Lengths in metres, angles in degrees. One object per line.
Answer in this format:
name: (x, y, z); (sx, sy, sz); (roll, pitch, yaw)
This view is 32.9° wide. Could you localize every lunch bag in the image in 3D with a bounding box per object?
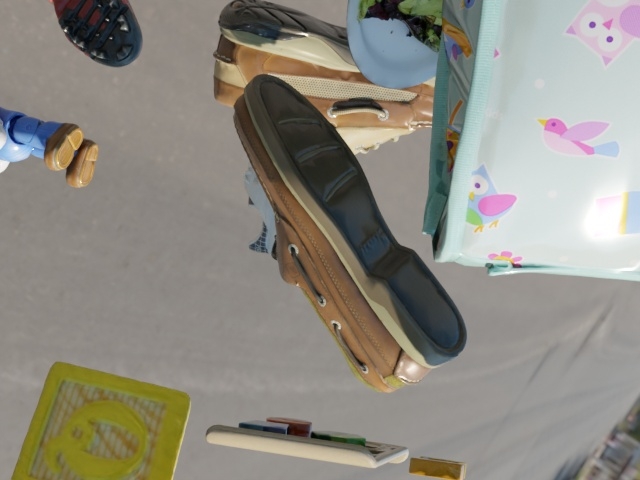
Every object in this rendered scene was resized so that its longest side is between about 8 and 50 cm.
lunch bag: (0.176, -0.103, 0.584); (0.160, 0.223, 0.262); (-98, -168, -76)

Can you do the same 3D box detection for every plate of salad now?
plate of salad: (0.099, -0.199, 0.813); (0.200, 0.048, 0.200); (-32, 144, -27)

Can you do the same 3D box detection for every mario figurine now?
mario figurine: (-0.536, -0.152, 1.778); (0.170, 0.320, 0.198); (-52, 153, -45)

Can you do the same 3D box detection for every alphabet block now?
alphabet block: (-0.288, 0.302, 1.404); (0.197, 0.192, 0.193); (113, -12, -50)

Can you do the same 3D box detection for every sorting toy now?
sorting toy: (0.036, 0.255, 1.358); (0.229, 0.307, 0.041); (33, 63, -71)

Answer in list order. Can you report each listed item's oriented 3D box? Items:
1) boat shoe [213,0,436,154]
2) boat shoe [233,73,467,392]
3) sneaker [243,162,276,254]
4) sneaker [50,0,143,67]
boat shoe: (0.040, -0.156, 1.141); (0.122, 0.324, 0.120); (-103, -151, -67)
boat shoe: (0.000, 0.000, 0.971); (0.104, 0.307, 0.111); (-37, 172, 34)
sneaker: (-0.053, -0.099, 1.355); (0.090, 0.095, 0.235); (1, 86, -79)
sneaker: (-0.304, -0.320, 1.430); (0.097, 0.276, 0.135); (-48, 155, 11)
